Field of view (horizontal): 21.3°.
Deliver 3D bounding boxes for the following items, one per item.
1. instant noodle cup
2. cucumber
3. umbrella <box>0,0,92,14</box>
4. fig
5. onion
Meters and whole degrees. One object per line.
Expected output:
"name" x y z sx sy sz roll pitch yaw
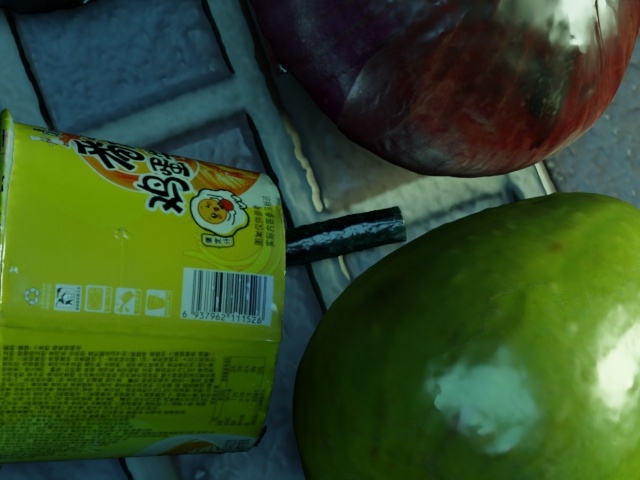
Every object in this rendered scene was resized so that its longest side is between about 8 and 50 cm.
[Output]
"instant noodle cup" -0.141 0.041 1.212 0.200 0.264 0.264 4 79 -12
"cucumber" 0.000 0.000 1.331 0.133 0.032 0.032 -11 81 -5
"umbrella" -0.178 -0.227 1.332 0.340 0.118 0.118 -21 82 -2
"fig" 0.133 0.093 1.219 0.258 0.258 0.326 40 65 3
"onion" 0.116 -0.224 1.241 0.348 0.285 0.347 6 78 -28
